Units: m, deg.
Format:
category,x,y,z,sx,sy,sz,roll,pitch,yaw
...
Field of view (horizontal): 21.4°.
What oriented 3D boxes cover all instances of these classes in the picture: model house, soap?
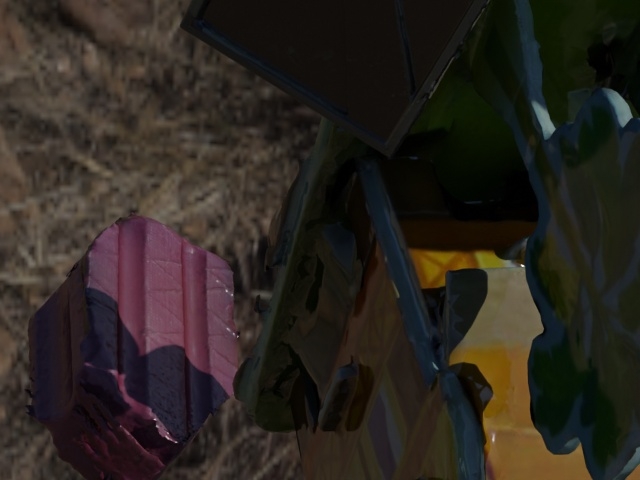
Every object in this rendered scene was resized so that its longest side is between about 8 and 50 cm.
category,x,y,z,sx,sy,sz,roll,pitch,yaw
model house,0.131,0.074,0.745,0.243,0.357,0.312,-1,45,-20
soap,-0.164,0.104,1.512,0.182,0.112,0.289,26,33,-29

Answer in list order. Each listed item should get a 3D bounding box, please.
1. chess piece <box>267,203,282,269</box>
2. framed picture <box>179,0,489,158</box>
category,x,y,z,sx,sy,sz,roll,pitch,yaw
chess piece,0.000,0.000,1.320,0.084,0.038,0.083,10,66,-24
framed picture,0.016,-0.114,0.681,0.109,0.149,0.011,33,38,2
